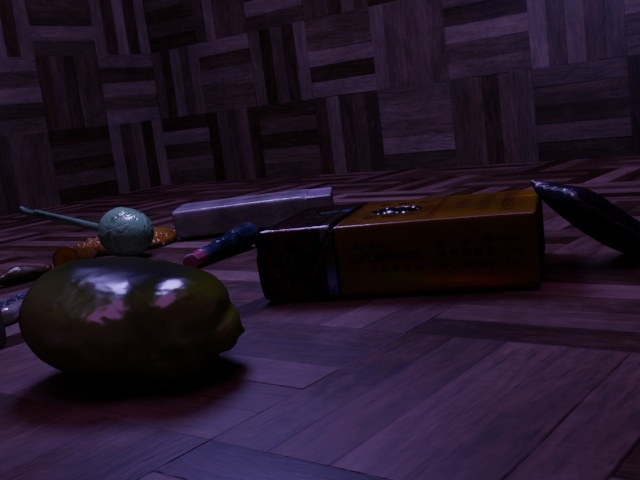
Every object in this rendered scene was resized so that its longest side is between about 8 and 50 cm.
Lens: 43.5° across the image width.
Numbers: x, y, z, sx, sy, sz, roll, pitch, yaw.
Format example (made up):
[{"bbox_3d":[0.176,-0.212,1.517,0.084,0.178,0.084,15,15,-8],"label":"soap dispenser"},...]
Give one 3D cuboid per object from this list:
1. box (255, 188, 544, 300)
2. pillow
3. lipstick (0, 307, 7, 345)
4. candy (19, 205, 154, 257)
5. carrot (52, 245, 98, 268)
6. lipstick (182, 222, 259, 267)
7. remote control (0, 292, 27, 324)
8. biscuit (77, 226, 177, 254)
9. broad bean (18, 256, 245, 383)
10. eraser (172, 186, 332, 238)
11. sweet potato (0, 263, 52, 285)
[{"bbox_3d":[0.134,0.004,1.262,0.416,0.115,0.264,-3,11,18],"label":"box"},{"bbox_3d":[0.421,-0.030,1.193,0.208,0.055,0.141,29,4,-15],"label":"pillow"},{"bbox_3d":[-0.547,0.150,1.024,0.066,0.068,0.317,-3,9,26],"label":"lipstick"},{"bbox_3d":[-0.571,-0.039,1.907,0.440,0.119,0.119,9,17,33],"label":"candy"},{"bbox_3d":[-0.526,0.036,1.763,0.061,0.061,0.209,-7,3,1],"label":"carrot"},{"bbox_3d":[-0.212,0.012,1.681,0.054,0.053,0.234,-2,12,29],"label":"lipstick"},{"bbox_3d":[-0.513,0.113,1.337,0.075,0.032,0.122,-3,11,21],"label":"remote control"},{"bbox_3d":[-0.486,-0.002,2.018,0.254,0.035,0.254,-7,9,1],"label":"biscuit"},{"bbox_3d":[-0.223,0.086,0.946,0.238,0.119,0.291,-17,21,-42],"label":"broad bean"},{"bbox_3d":[-0.164,-0.073,2.060,0.397,0.082,0.213,-7,10,2],"label":"eraser"},{"bbox_3d":[-0.618,0.068,1.685,0.041,0.038,0.153,24,21,26],"label":"sweet potato"}]
